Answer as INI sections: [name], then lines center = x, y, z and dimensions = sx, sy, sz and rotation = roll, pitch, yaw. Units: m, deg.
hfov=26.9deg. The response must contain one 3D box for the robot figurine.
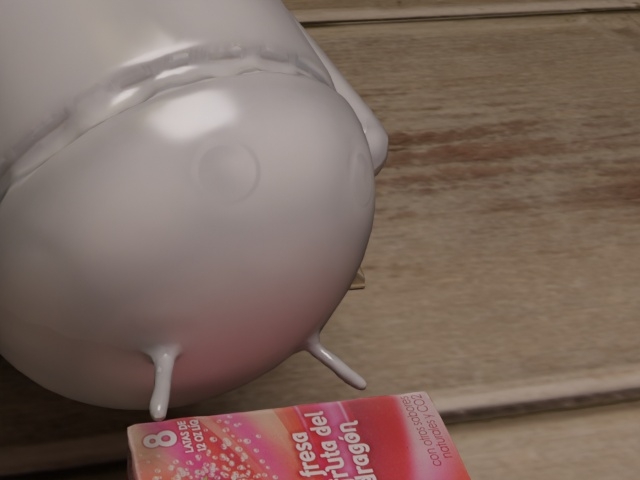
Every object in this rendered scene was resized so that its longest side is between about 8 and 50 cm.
[robot figurine]
center = -0.103, -0.065, 0.656
dimensions = 0.300, 0.200, 0.353
rotation = -11, 58, -35

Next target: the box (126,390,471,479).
[box]
center = 0.014, 0.214, 0.515
dimensions = 0.142, 0.154, 0.300
rotation = -5, 36, -15

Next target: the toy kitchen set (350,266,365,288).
[toy kitchen set]
center = 0.000, 0.000, 0.907
dimensions = 0.068, 0.075, 0.083
rotation = -3, 38, -15
